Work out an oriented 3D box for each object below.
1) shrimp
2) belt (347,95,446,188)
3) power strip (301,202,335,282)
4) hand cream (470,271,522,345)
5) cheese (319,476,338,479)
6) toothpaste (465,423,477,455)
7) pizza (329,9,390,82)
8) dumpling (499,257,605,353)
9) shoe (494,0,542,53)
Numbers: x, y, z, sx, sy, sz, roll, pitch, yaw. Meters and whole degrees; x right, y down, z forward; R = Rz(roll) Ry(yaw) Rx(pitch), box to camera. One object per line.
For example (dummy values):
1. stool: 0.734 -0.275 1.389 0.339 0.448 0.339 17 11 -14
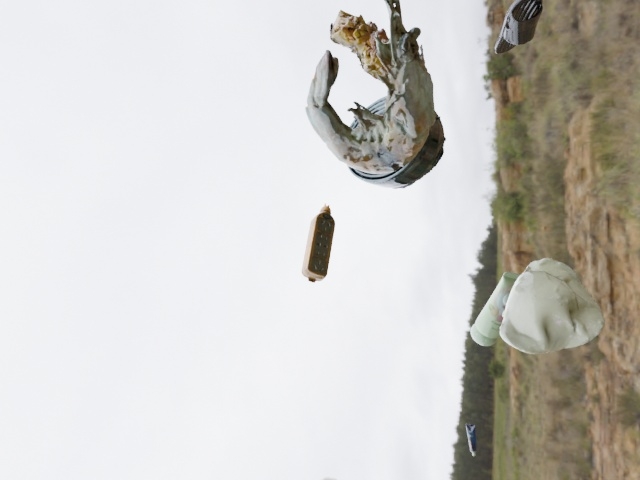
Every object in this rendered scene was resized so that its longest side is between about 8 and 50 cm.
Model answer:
1. shrimp: 0.090 -0.262 0.898 0.360 0.247 0.085 92 -166 -50
2. belt: 0.158 -0.228 1.170 0.116 0.268 0.206 6 -107 -43
3. power strip: 0.000 0.000 1.000 0.049 0.028 0.178 19 -120 -16
4. hand cream: 0.608 0.228 1.659 0.093 0.147 0.305 -96 21 -54
5. cheese: 0.015 0.677 1.252 0.248 0.071 0.163 97 -170 -56
6. toothpaste: 0.417 0.548 1.358 0.019 0.027 0.083 11 -108 -58
7. pizza: 0.131 -0.476 1.203 0.161 0.305 0.085 -17 -31 -43
8. dumpling: 0.352 0.109 0.747 0.169 0.134 0.099 -30 -45 -51
9. shoe: 0.355 -0.368 0.880 0.159 0.062 0.053 71 -177 -80
